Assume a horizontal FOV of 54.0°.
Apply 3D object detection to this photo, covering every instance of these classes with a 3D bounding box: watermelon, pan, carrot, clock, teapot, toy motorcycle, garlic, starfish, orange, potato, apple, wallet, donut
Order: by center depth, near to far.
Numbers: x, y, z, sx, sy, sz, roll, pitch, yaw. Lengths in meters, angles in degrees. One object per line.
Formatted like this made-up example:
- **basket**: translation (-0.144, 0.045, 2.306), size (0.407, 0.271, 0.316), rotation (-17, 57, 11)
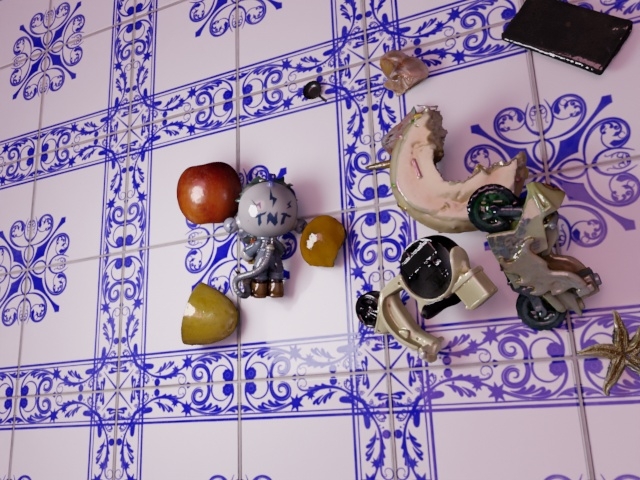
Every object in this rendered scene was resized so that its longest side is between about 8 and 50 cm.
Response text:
- **starfish**: translation (0.720, 0.276, 1.532), size (0.175, 0.053, 0.208), rotation (3, 80, 26)
- **toy motorcycle**: translation (0.545, 0.025, 1.582), size (0.237, 0.168, 0.410), rotation (-24, 97, 27)
- **clock**: translation (0.273, 0.167, 1.699), size (0.276, 0.120, 0.379), rotation (50, 127, 21)
- **donut**: translation (0.364, -0.173, 1.743), size (0.371, 0.150, 0.307), rotation (32, 97, 17)
- **wallet**: translation (0.691, -0.589, 1.778), size (0.321, 0.044, 0.170), rotation (33, 92, 32)
- **carrot**: translation (0.251, -0.240, 1.902), size (0.254, 0.049, 0.049), rotation (-7, 74, 28)
- **watermelon**: translation (0.247, -0.312, 1.913), size (0.139, 0.071, 0.187), rotation (-12, 46, 49)
- **orange**: translation (0.000, 0.000, 1.930), size (0.160, 0.112, 0.170), rotation (-27, 55, 18)
- **garlic**: translation (0.249, -0.531, 1.951), size (0.124, 0.099, 0.174), rotation (-42, 61, -6)
- **potato**: translation (-0.341, 0.250, 2.007), size (0.158, 0.178, 0.204), rotation (15, 59, 13)
- **teapot**: translation (-0.235, -0.020, 2.072), size (0.088, 0.057, 0.066), rotation (18, 86, 29)
- **apple**: translation (-0.368, -0.159, 2.086), size (0.218, 0.218, 0.201), rotation (0, 102, 26)
- **pan**: translation (-0.011, -0.489, 2.103), size (0.068, 0.023, 0.115), rotation (-48, 59, 7)

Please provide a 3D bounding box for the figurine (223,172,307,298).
- **figurine**: translation (-0.165, -0.018, 1.962), size (0.186, 0.261, 0.382), rotation (10, 100, 58)
